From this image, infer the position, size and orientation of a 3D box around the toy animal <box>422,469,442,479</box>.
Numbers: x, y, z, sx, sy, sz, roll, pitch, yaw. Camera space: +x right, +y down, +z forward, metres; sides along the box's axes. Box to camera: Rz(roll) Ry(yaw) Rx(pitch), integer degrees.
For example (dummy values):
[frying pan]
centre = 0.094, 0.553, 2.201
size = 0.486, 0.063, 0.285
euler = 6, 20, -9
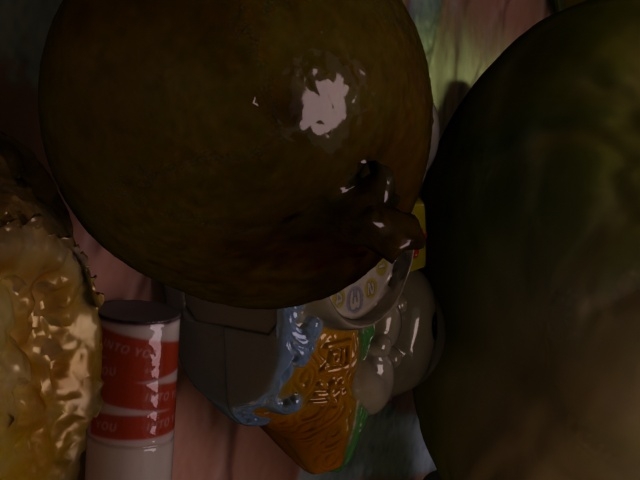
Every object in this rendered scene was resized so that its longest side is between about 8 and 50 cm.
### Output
[toy animal]
centre = 0.134, 0.128, 1.080
size = 0.324, 0.090, 0.195
euler = -7, 105, -62

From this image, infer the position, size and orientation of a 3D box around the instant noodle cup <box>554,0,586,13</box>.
[instant noodle cup]
centre = 0.310, -0.217, 1.110
size = 0.325, 0.254, 0.325
euler = -33, 129, -54

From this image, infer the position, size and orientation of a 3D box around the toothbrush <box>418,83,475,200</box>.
[toothbrush]
centre = 0.059, -0.018, 0.979
size = 0.014, 0.017, 0.194
euler = 73, 36, -48

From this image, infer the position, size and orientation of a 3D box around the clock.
[clock]
centre = 0.000, 0.000, 0.793
size = 0.144, 0.103, 0.231
euler = -17, 112, -49

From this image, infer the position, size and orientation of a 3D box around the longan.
[longan]
centre = -0.023, -0.041, 0.626
size = 0.155, 0.176, 0.145
euler = 4, 124, -52

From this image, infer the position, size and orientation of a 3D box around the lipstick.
[lipstick]
centre = -0.082, 0.093, 0.741
size = 0.038, 0.038, 0.130
euler = -15, 112, -58

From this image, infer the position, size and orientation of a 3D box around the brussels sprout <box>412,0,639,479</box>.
[brussels sprout]
centre = 0.182, 0.027, 0.882
size = 0.344, 0.268, 0.344
euler = -173, -90, -77

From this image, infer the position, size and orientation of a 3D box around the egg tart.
[egg tart]
centre = -0.134, 0.045, 0.604
size = 0.191, 0.074, 0.191
euler = -20, 114, -57
